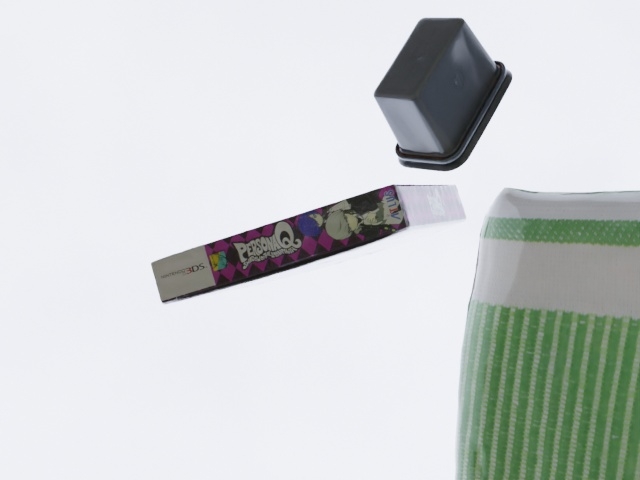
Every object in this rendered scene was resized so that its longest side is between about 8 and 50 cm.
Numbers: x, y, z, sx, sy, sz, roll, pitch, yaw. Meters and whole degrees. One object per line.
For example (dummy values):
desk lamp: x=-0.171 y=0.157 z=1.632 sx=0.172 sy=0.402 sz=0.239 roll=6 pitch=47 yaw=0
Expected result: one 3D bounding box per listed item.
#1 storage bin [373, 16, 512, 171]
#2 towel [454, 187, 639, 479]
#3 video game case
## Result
storage bin: x=0.108 y=-0.149 z=1.199 sx=0.098 sy=0.091 sz=0.135 roll=10 pitch=-122 yaw=42
towel: x=0.139 y=0.142 z=0.430 sx=0.038 sy=0.248 sz=0.325 roll=-2 pitch=-88 yaw=-38
video game case: x=0.000 y=0.000 z=1.040 sx=0.210 sy=0.232 sz=0.042 roll=-18 pitch=-93 yaw=18
